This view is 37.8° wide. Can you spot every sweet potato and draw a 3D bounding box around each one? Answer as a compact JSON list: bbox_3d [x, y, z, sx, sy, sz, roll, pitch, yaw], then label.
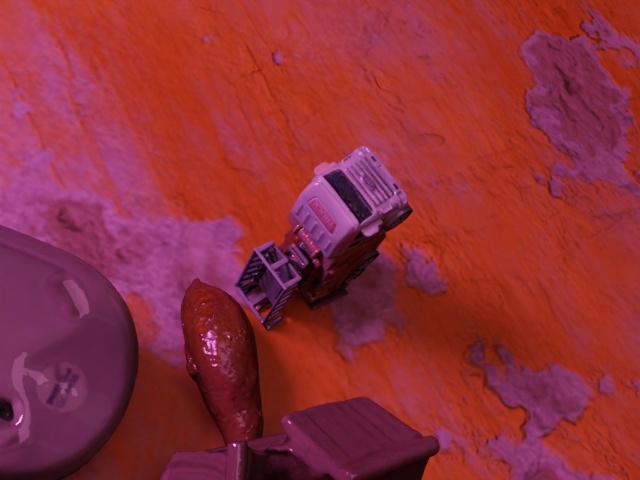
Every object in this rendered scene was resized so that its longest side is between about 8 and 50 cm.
[{"bbox_3d":[-0.081,0.121,0.818,0.068,0.068,0.226,-5,64,-26],"label":"sweet potato"}]

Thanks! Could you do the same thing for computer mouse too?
[{"bbox_3d":[-0.306,0.071,0.735,0.331,0.095,0.197,24,68,1],"label":"computer mouse"}]

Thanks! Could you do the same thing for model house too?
[{"bbox_3d":[-0.017,0.196,0.718,0.229,0.188,0.122,-5,67,-27],"label":"model house"}]

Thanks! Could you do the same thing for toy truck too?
[{"bbox_3d":[-0.001,-0.001,0.856,0.115,0.177,0.080,-29,74,-32],"label":"toy truck"}]
